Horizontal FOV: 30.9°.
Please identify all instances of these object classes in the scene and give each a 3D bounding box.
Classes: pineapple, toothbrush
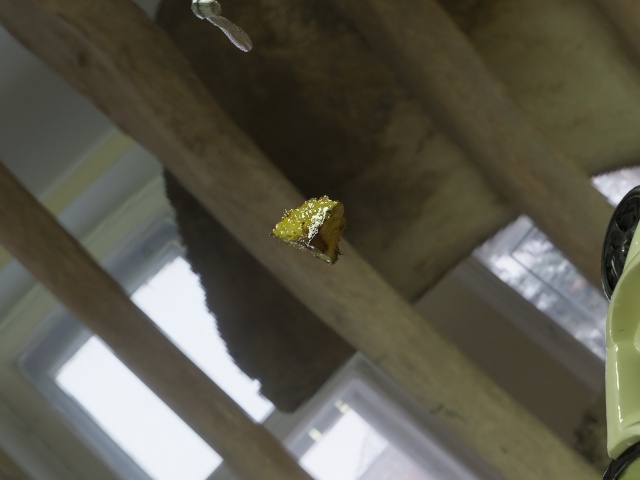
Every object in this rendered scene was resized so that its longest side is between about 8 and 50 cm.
[{"bbox_3d":[0.000,0.000,1.692,0.114,0.077,0.114,-33,-55,6],"label":"pineapple"},{"bbox_3d":[-0.126,-0.296,1.610,0.307,0.030,0.025,6,-91,-81],"label":"toothbrush"}]

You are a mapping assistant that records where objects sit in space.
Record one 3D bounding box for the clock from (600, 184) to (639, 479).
[{"bbox_3d":[0.269,0.113,0.777,0.276,0.120,0.378,129,147,-68],"label":"clock"}]
